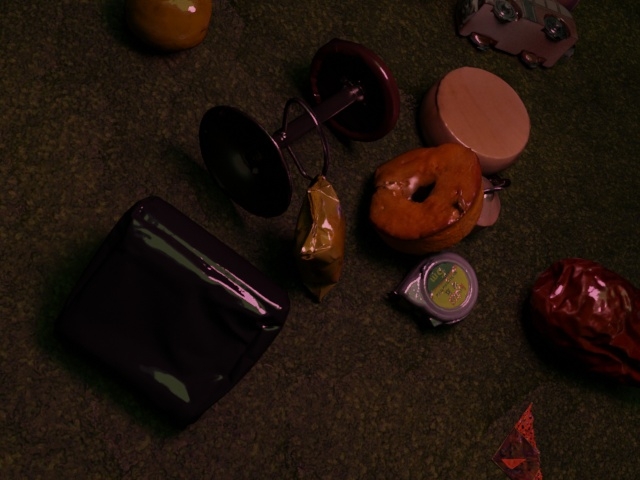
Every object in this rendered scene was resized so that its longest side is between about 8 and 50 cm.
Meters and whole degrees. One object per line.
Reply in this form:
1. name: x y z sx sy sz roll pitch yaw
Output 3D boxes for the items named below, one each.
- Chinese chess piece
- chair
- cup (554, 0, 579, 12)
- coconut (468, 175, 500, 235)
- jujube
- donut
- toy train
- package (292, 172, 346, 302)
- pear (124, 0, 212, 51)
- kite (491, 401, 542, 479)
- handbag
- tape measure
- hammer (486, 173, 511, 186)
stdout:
1. Chinese chess piece: 0.340 -0.261 1.831 0.251 0.097 0.250 9 62 -18
2. chair: -0.012 -0.234 1.560 0.226 0.226 0.401 50 54 0
3. cup: 0.557 -0.722 2.061 0.257 0.301 0.227 19 75 -7
4. coconut: 0.316 -0.075 1.729 0.116 0.122 0.116 12 63 -25
5. jujube: 0.593 0.184 1.719 0.342 0.216 0.216 33 56 -18
6. donut: 0.206 -0.086 1.616 0.118 0.254 0.253 56 42 -46
7. toy train: 0.485 -0.536 2.032 0.327 0.129 0.159 13 56 -22
8. package: 0.000 0.000 1.483 0.090 0.226 0.168 6 67 7
9. pear: -0.284 -0.427 1.554 0.162 0.148 0.148 4 64 -3
10. kite: 0.383 0.423 1.609 0.125 0.008 0.222 6 65 -26
11. handbag: -0.237 0.115 1.333 0.302 0.275 0.178 36 11 -8
12. tape measure: 0.283 0.032 1.656 0.164 0.084 0.330 46 70 -10
13. hammer: 0.394 -0.201 1.895 0.065 0.021 0.178 8 62 -26
